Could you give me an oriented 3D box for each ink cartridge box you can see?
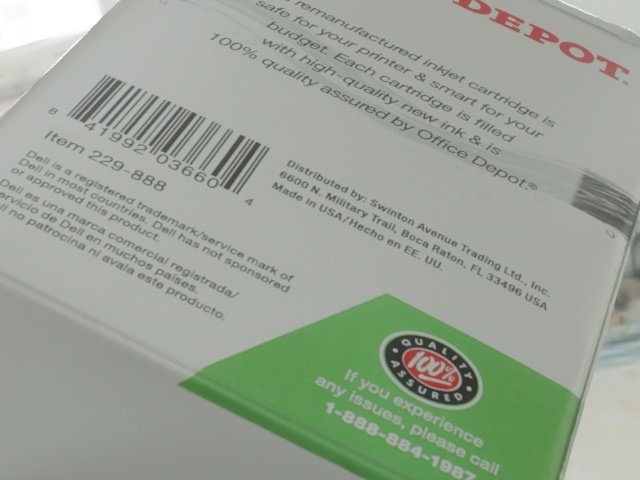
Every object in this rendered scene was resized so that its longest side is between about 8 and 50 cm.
[{"bbox_3d":[0.000,0.000,0.546,0.211,0.121,0.289,26,-140,5],"label":"ink cartridge box"}]
